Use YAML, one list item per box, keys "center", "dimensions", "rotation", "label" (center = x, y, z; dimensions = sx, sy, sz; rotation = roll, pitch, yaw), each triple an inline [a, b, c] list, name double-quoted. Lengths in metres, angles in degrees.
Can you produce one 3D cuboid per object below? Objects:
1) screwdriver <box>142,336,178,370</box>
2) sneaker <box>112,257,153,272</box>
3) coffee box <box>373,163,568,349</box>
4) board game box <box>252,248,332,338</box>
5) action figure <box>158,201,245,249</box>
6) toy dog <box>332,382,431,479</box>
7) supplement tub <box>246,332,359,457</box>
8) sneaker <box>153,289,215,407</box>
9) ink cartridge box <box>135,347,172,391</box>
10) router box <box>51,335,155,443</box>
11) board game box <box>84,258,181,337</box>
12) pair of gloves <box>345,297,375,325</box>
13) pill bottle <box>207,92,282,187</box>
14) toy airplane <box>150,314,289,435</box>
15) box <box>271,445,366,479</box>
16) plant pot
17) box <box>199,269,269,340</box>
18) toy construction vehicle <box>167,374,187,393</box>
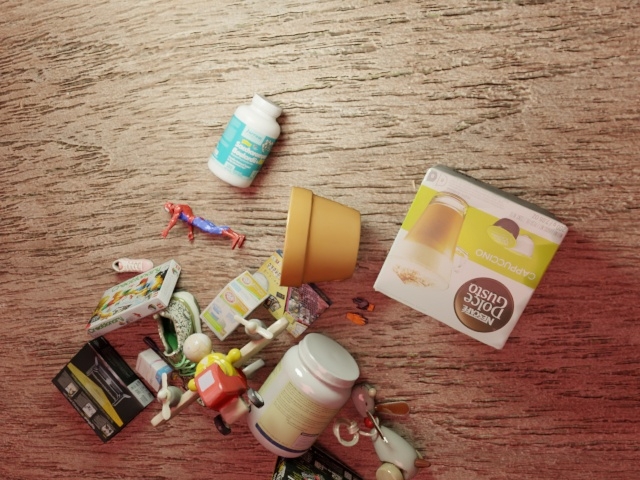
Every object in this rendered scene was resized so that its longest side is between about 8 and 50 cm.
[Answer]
- center: [-0.558, 0.400, 1.869]
  dimensions: [0.170, 0.025, 0.024]
  rotation: [42, 107, -4]
  label: "screwdriver"
- center: [-0.643, 0.088, 1.807]
  dimensions: [0.135, 0.070, 0.050]
  rotation: [7, 99, 13]
  label: "sneaker"
- center: [0.378, 0.021, 1.376]
  dimensions: [0.338, 0.338, 0.334]
  rotation: [26, 105, 10]
  label: "coffee box"
- center: [-0.104, 0.170, 1.688]
  dimensions: [0.243, 0.042, 0.165]
  rotation: [46, 108, 4]
  label: "board game box"
- center: [-0.398, -0.023, 1.708]
  dimensions: [0.281, 0.091, 0.139]
  rotation: [30, 97, 8]
  label: "action figure"
- center: [0.217, 0.592, 1.605]
  dimensions: [0.333, 0.220, 0.161]
  rotation: [49, 130, -7]
  label: "toy dog"
- center: [-0.053, 0.470, 1.626]
  dimensions: [0.235, 0.235, 0.324]
  rotation: [37, 107, 7]
  label: "supplement tub"
- center: [-0.458, 0.376, 1.747]
  dimensions: [0.158, 0.182, 0.409]
  rotation: [-19, 95, 17]
  label: "sneaker"
- center: [-0.576, 0.447, 1.837]
  dimensions: [0.122, 0.052, 0.088]
  rotation: [37, 124, 19]
  label: "ink cartridge box"
- center: [-0.784, 0.536, 1.917]
  dimensions: [0.243, 0.081, 0.308]
  rotation: [-43, 87, 17]
  label: "router box"
- center: [-0.615, 0.192, 1.755]
  dimensions: [0.306, 0.192, 0.053]
  rotation: [-23, 122, 17]
  label: "board game box"
- center: [0.123, 0.221, 1.652]
  dimensions: [0.074, 0.010, 0.083]
  rotation: [23, 104, 11]
  label: "pair of gloves"
- center: [-0.217, -0.299, 1.583]
  dimensions: [0.146, 0.146, 0.264]
  rotation: [34, 107, 7]
  label: "pill bottle"
- center: [-0.303, 0.388, 1.602]
  dimensions: [0.272, 0.386, 0.384]
  rotation: [52, 131, -3]
  label: "toy airplane"
- center: [0.004, 0.770, 1.624]
  dimensions: [0.322, 0.257, 0.079]
  rotation: [35, 108, -5]
  label: "box"
- center: [0.000, 0.000, 1.522]
  dimensions: [0.204, 0.291, 0.290]
  rotation: [7, 102, -2]
  label: "plant pot"
- center: [-0.272, 0.206, 1.679]
  dimensions: [0.114, 0.103, 0.203]
  rotation: [47, 126, 3]
  label: "box"
- center: [-0.491, 0.529, 1.865]
  dimensions: [0.098, 0.035, 0.085]
  rotation: [39, 118, 9]
  label: "toy construction vehicle"
